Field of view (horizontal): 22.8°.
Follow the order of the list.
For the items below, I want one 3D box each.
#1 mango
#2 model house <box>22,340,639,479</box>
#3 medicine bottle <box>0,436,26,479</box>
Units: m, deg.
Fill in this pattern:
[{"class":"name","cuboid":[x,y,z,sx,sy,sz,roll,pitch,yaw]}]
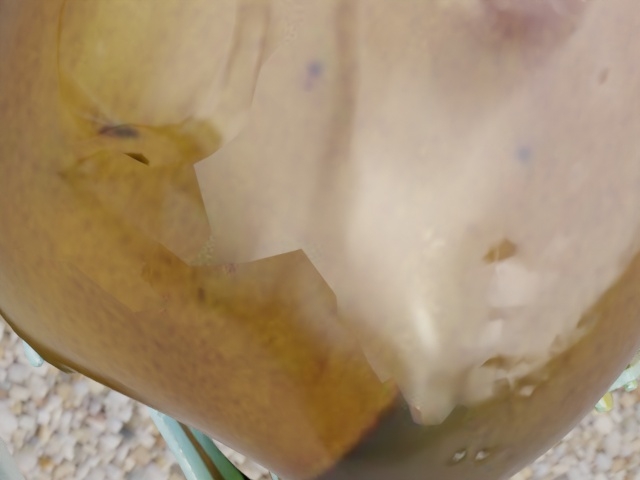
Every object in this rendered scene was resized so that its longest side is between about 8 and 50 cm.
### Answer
[{"class":"mango","cuboid":[0.025,-0.074,0.423,0.201,0.153,0.287,16,89,-29]},{"class":"model house","cuboid":[0.000,0.000,0.985,0.300,0.340,0.323,-24,84,17]},{"class":"medicine bottle","cuboid":[-0.264,0.144,0.948,0.152,0.152,0.254,-28,79,-26]}]
